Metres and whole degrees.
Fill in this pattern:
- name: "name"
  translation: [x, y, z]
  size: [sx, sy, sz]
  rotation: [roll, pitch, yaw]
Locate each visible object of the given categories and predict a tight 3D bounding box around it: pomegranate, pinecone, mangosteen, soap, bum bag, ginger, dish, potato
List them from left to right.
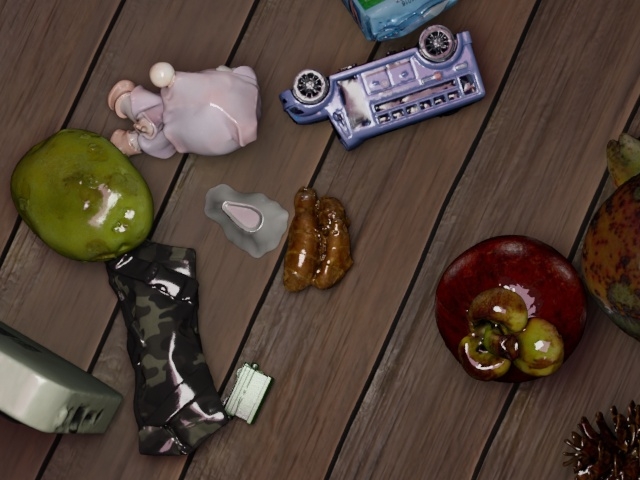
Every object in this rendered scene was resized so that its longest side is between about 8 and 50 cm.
- name: "potato"
  translation: [-0.355, -0.067, 1.868]
  size: [0.253, 0.148, 0.186]
  rotation: [16, 107, 31]
- name: "bum bag"
  translation: [-0.229, 0.152, 1.878]
  size: [0.144, 0.095, 0.340]
  rotation: [-15, 73, 6]
- name: "dish"
  translation: [-0.118, -0.038, 1.916]
  size: [0.137, 0.039, 0.091]
  rotation: [31, 87, 7]
- name: "ginger"
  translation: [0.000, 0.000, 1.883]
  size: [0.103, 0.073, 0.162]
  rotation: [5, 83, 5]
- name: "soap"
  translation: [0.085, -0.415, 1.873]
  size: [0.156, 0.077, 0.293]
  rotation: [-28, 61, -7]
- name: "mangosteen"
  translation: [0.267, 0.109, 1.755]
  size: [0.215, 0.257, 0.215]
  rotation: [2, 111, 4]
- name: "pinecone"
  translation: [0.423, 0.304, 1.772]
  size: [0.165, 0.163, 0.163]
  rotation: [1, 83, 16]
- name: "pomegranate"
  translation: [0.486, -0.020, 1.770]
  size: [0.285, 0.285, 0.341]
  rotation: [-22, 51, 2]

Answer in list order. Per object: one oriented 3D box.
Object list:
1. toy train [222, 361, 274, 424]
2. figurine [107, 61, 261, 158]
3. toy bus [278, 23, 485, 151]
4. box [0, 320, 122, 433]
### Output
- name: "toy train"
  translation: [-0.109, 0.229, 1.885]
  size: [0.056, 0.038, 0.093]
  rotation: [24, 86, 5]
- name: "figurine"
  translation: [-0.203, -0.186, 1.873]
  size: [0.276, 0.200, 0.133]
  rotation: [-5, 64, 33]
- name: "toy bus"
  translation: [0.090, -0.218, 1.875]
  size: [0.292, 0.125, 0.133]
  rotation: [-18, 91, 0]
- name: "box"
  translation: [-0.476, 0.159, 1.762]
  size: [0.373, 0.367, 0.090]
  rotation: [30, 85, 9]
